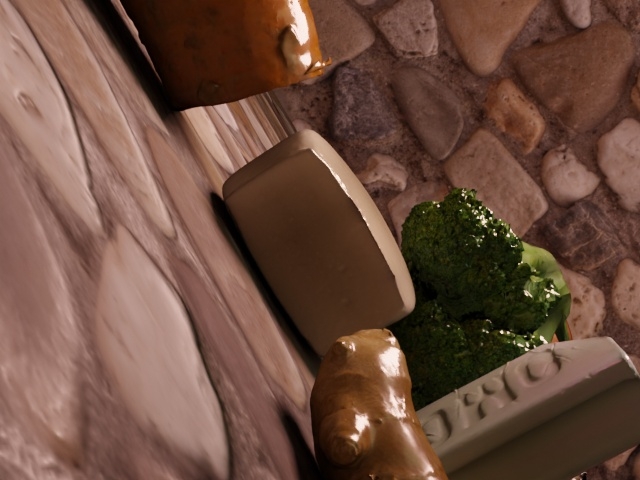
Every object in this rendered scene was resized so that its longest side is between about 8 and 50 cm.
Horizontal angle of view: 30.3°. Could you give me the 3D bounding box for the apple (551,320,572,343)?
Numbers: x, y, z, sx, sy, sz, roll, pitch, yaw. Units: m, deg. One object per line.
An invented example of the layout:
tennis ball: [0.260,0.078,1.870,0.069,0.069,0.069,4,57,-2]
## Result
apple: [0.304,0.193,2.279,0.305,0.338,0.338,56,3,18]

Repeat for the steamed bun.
steamed bun: [0.000,0.000,1.351,0.241,0.146,0.164,59,9,-7]

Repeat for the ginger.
ginger: [0.079,0.249,0.925,0.348,0.122,0.363,57,10,1]

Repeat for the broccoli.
broccoli: [0.180,0.143,1.513,0.413,0.321,0.310,64,31,-15]

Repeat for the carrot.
carrot: [-0.139,-0.324,1.363,0.224,0.224,0.340,-97,170,-79]

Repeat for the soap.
soap: [0.194,0.203,1.238,0.095,0.289,0.173,60,5,-9]

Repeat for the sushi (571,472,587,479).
sushi: [0.297,0.404,1.653,0.213,0.200,0.204,-101,168,-61]
